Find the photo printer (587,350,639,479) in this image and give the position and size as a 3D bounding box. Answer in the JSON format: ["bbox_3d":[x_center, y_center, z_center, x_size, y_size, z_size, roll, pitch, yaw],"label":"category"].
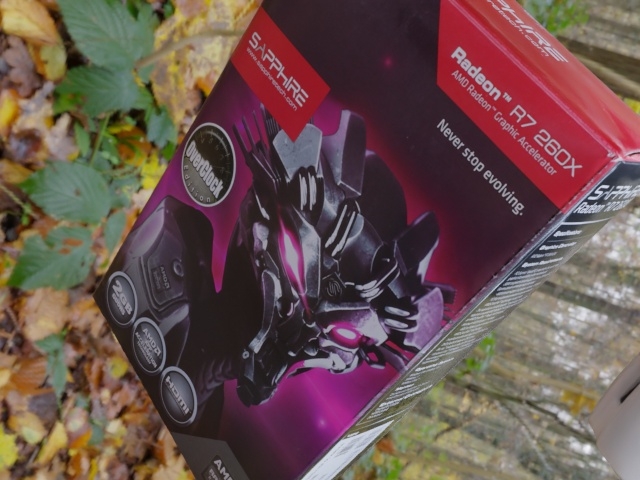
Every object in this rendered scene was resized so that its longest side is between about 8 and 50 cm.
[{"bbox_3d":[0.368,0.147,0.514,0.256,0.307,0.107,-46,-167,21],"label":"photo printer"}]

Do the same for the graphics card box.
[{"bbox_3d":[0.000,0.000,0.480,0.094,0.232,0.371,-8,144,-49],"label":"graphics card box"}]
